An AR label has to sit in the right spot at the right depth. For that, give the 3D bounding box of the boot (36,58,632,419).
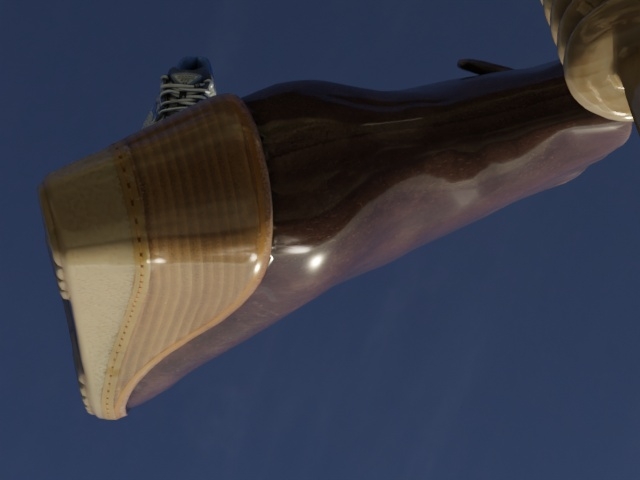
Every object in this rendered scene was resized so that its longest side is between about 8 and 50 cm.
[{"bbox_3d":[0.000,0.000,0.667,0.207,0.248,0.090,-13,-101,-9],"label":"boot"}]

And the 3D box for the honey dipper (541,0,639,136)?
[{"bbox_3d":[0.067,-0.007,0.303,0.030,0.160,0.030,-3,-50,-4],"label":"honey dipper"}]

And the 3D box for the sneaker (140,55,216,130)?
[{"bbox_3d":[-0.098,-0.089,1.169,0.052,0.135,0.058,10,-63,-3],"label":"sneaker"}]
